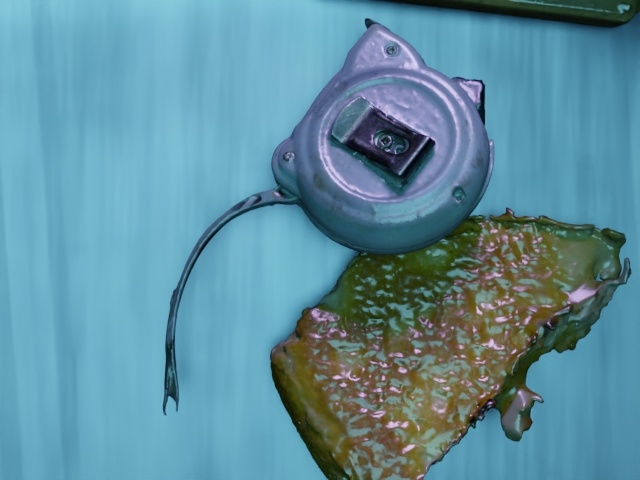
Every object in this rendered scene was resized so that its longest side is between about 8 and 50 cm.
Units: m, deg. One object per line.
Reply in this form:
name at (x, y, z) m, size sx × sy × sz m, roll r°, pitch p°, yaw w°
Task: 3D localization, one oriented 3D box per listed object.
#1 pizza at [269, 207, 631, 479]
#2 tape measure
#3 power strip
pizza at (0.102, 0.068, 0.873) m, size 0.297 × 0.071 × 0.189 m, roll -42°, pitch 75°, yaw -6°
tape measure at (-0.001, -0.001, 0.827) m, size 0.164 × 0.084 × 0.330 m, roll 29°, pitch 77°, yaw 23°
power strip at (0.112, -0.213, 0.886) m, size 0.305 × 0.044 × 0.064 m, roll 6°, pitch 91°, yaw -4°
